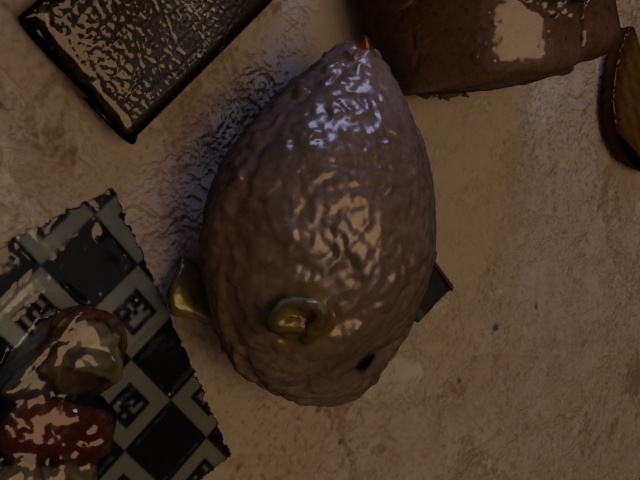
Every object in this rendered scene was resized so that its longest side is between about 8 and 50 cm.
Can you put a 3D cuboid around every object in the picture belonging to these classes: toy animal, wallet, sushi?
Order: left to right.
[{"bbox_3d":[-0.236,0.175,0.668,0.339,0.069,0.320,-33,119,-30],"label":"sushi"},{"bbox_3d":[-0.125,-0.213,0.699,0.243,0.039,0.133,-51,119,-19],"label":"wallet"},{"bbox_3d":[0.000,-0.007,0.747,0.226,0.188,0.358,-4,102,-45],"label":"toy animal"}]

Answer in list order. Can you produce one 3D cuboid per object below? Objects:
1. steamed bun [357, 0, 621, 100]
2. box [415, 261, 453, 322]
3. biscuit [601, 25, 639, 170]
[{"bbox_3d":[0.189,-0.267,0.837,0.301,0.199,0.251,-20,111,-34],"label":"steamed bun"},{"bbox_3d":[0.097,0.042,0.923,0.063,0.060,0.084,-46,125,-13],"label":"box"},{"bbox_3d":[0.464,-0.202,1.188,0.176,0.031,0.228,-27,114,-33],"label":"biscuit"}]
